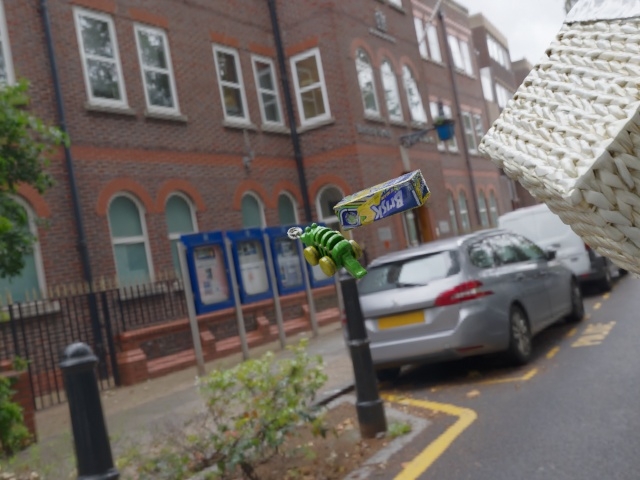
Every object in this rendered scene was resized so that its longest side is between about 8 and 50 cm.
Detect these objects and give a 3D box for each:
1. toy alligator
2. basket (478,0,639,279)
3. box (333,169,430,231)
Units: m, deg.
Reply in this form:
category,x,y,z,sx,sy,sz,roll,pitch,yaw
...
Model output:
category,x,y,z,sx,sy,sz,roll,pitch,yaw
toy alligator,0.000,0.000,0.927,0.056,0.051,0.190,-31,35,-21
basket,0.435,-0.115,0.868,0.266,0.328,0.331,-51,17,11
box,0.112,-0.072,1.206,0.169,0.054,0.059,-20,14,33
